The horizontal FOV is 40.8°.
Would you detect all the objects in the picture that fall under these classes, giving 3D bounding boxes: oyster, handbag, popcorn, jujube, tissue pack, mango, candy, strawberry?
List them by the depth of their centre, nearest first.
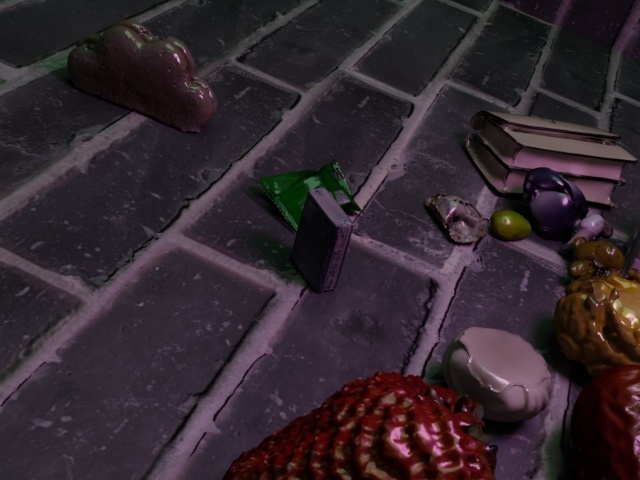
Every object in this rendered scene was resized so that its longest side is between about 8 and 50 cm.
[{"bbox_3d":[0.048,0.305,1.076,0.351,0.267,0.312,-10,6,6],"label":"strawberry"},{"bbox_3d":[0.487,0.332,1.278,0.223,0.223,0.318,19,37,-2],"label":"jujube"},{"bbox_3d":[0.000,0.000,1.534,0.051,0.156,0.112,-8,43,-31],"label":"tissue pack"},{"bbox_3d":[0.549,0.154,1.577,0.250,0.190,0.250,20,29,-11],"label":"popcorn"},{"bbox_3d":[-0.015,-0.098,1.742,0.203,0.078,0.141,-18,49,-36],"label":"candy"},{"bbox_3d":[0.298,-0.055,1.864,0.108,0.053,0.165,-21,54,-11],"label":"oyster"},{"bbox_3d":[0.421,-0.034,1.899,0.108,0.056,0.073,15,36,-31],"label":"mango"},{"bbox_3d":[0.570,-0.218,2.150,0.359,0.160,0.236,5,29,-21],"label":"handbag"}]

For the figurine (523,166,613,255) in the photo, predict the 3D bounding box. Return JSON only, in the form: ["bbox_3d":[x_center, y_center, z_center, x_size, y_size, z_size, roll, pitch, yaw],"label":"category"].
[{"bbox_3d":[0.542,-0.072,1.946,0.145,0.145,0.222,-14,47,-40],"label":"figurine"}]

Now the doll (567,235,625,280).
[{"bbox_3d":[0.585,0.070,1.793,0.137,0.097,0.209,28,42,-7],"label":"doll"}]

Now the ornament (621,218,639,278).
[{"bbox_3d":[0.820,0.014,1.872,0.239,0.239,0.240,27,34,9],"label":"ornament"}]

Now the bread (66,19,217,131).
[{"bbox_3d":[-0.376,-0.363,1.840,0.337,0.183,0.102,22,41,4],"label":"bread"}]

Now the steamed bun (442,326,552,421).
[{"bbox_3d":[0.287,0.226,1.410,0.183,0.106,0.183,16,30,-10],"label":"steamed bun"}]
